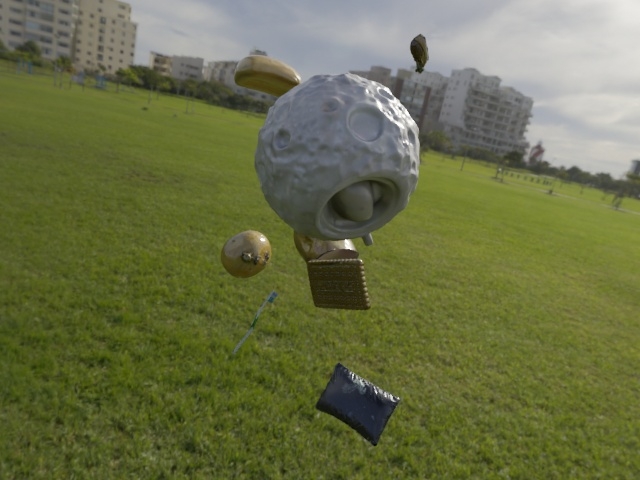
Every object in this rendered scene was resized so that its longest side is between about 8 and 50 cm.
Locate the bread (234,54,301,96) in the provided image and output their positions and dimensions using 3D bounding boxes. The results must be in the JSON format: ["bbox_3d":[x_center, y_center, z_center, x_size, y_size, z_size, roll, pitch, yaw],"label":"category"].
[{"bbox_3d":[-0.172,-0.541,1.472,0.217,0.098,0.147,5,-7,-41],"label":"bread"}]

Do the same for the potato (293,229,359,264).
[{"bbox_3d":[0.000,0.000,1.776,0.229,0.229,0.266,1,49,-38],"label":"potato"}]

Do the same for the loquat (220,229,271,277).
[{"bbox_3d":[-0.245,0.048,1.503,0.172,0.150,0.204,-29,12,-10],"label":"loquat"}]

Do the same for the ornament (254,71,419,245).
[{"bbox_3d":[0.030,-0.170,0.919,0.336,0.338,0.337,12,14,-3],"label":"ornament"}]

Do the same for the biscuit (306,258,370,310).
[{"bbox_3d":[0.051,0.146,1.502,0.254,0.173,0.029,-5,8,46],"label":"biscuit"}]

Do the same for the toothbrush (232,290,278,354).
[{"bbox_3d":[-0.254,0.313,1.706,0.030,0.304,0.030,34,11,-8],"label":"toothbrush"}]

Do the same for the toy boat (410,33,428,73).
[{"bbox_3d":[0.303,-0.575,1.397,0.047,0.049,0.149,46,0,24],"label":"toy boat"}]

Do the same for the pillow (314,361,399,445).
[{"bbox_3d":[0.094,0.429,1.199,0.208,0.141,0.055,19,-22,36],"label":"pillow"}]
